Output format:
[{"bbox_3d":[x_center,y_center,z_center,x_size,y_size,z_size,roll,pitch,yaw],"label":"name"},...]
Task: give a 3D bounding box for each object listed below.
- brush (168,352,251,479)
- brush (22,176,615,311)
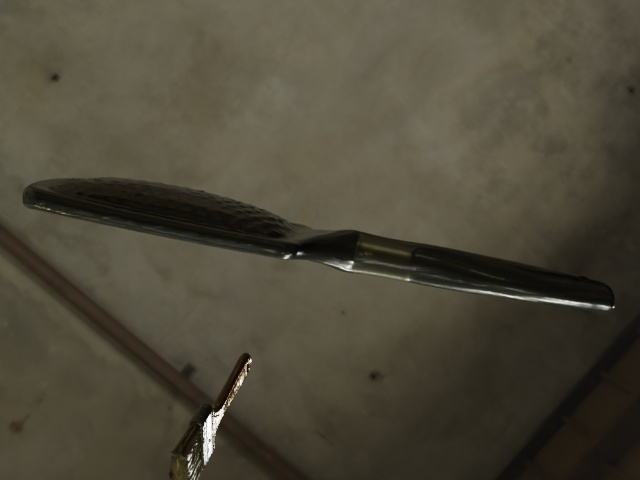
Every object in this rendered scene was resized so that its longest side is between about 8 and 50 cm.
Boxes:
[{"bbox_3d":[-0.078,0.128,0.792,0.014,0.043,0.170,6,-156,11],"label":"brush"},{"bbox_3d":[0.000,0.000,0.353,0.063,0.193,0.016,-61,164,-80],"label":"brush"}]
